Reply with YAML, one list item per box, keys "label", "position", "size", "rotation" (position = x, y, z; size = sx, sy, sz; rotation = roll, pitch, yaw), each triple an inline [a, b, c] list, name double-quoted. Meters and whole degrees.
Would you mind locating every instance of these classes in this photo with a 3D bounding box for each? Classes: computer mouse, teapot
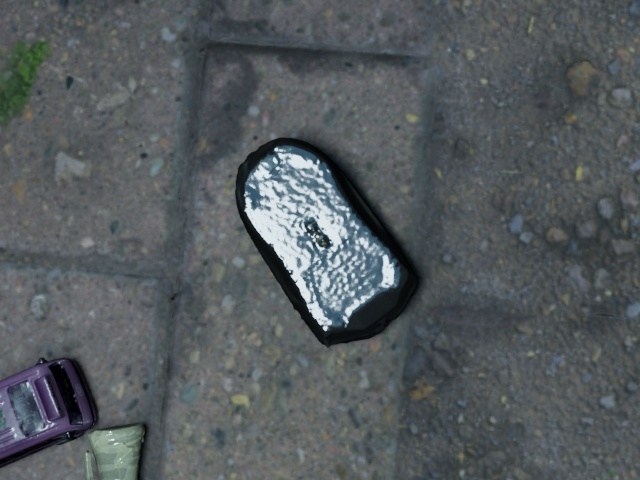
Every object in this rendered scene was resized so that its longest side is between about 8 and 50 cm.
- label: "computer mouse"
  position: [0.000, 0.000, 1.229]
  size: [0.122, 0.073, 0.217]
  rotation: [-34, 88, 4]
- label: "teapot"
  position: [-0.203, 0.225, 1.232]
  size: [0.057, 0.067, 0.083]
  rotation: [-7, 90, 50]

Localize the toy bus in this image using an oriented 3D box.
- label: "toy bus"
  position: [-0.318, 0.183, 1.228]
  size: [0.178, 0.098, 0.086]
  rotation: [-23, 81, 2]
